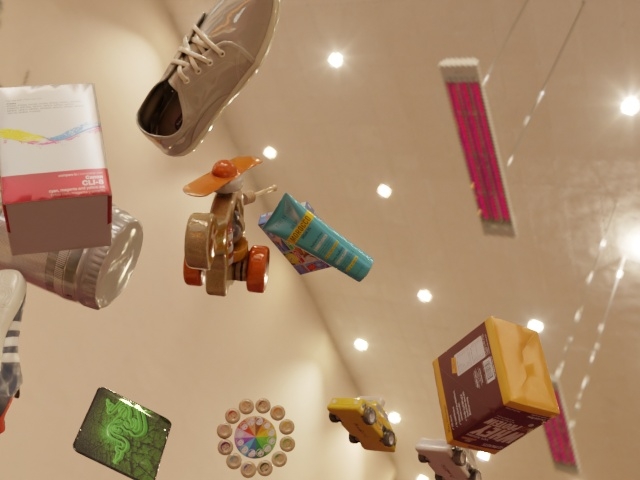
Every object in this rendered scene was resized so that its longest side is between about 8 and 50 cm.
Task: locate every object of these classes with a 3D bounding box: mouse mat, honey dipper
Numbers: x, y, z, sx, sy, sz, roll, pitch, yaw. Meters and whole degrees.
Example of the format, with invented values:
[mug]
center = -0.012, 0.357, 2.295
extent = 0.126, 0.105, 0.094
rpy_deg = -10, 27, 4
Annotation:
[mouse mat]
center = -0.342, 0.339, 1.504
extent = 0.152, 0.190, 0.007
rpy_deg = 29, -70, -12
[honey dipper]
center = -0.141, -0.109, 2.004
extent = 0.030, 0.160, 0.031
rpy_deg = 6, -76, 25

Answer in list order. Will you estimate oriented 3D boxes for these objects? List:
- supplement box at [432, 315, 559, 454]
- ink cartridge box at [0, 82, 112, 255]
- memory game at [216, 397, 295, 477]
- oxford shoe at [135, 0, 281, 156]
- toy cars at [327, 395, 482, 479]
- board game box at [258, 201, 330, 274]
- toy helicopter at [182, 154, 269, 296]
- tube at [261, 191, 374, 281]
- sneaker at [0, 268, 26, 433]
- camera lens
[supplement box]
center = 0.345, 0.294, 1.725
extent = 0.129, 0.191, 0.194
rpy_deg = 18, -44, -27
[ink cartridge box]
center = -0.335, -0.092, 1.081
extent = 0.127, 0.176, 0.128
rpy_deg = -7, -28, -17
[memory game]
center = -0.148, 0.452, 1.982
extent = 0.186, 0.186, 0.012
rpy_deg = 26, -23, 8
[oxford shoe]
center = -0.229, -0.362, 1.736
extent = 0.169, 0.130, 0.449
rpy_deg = 47, -69, 29
[toy cars]
center = 0.191, 0.418, 1.844
extent = 0.393, 0.087, 0.176
rpy_deg = 26, -33, -5
[board game box]
center = -0.041, -0.002, 2.084
extent = 0.136, 0.035, 0.201
rpy_deg = -14, -47, 27
[toy helicopter]
center = -0.158, -0.025, 1.365
extent = 0.140, 0.235, 0.355
rpy_deg = 7, 4, 2
[tube]
center = 0.000, 0.000, 1.567
extent = 0.207, 0.080, 0.052
rpy_deg = 33, 6, -11
[sneaker]
center = -0.608, 0.210, 1.597
extent = 0.131, 0.350, 0.148
rpy_deg = -8, -48, 5
[camera lens]
center = -0.533, -0.002, 1.770
extent = 0.274, 0.219, 0.219
rpy_deg = 22, -36, 8
